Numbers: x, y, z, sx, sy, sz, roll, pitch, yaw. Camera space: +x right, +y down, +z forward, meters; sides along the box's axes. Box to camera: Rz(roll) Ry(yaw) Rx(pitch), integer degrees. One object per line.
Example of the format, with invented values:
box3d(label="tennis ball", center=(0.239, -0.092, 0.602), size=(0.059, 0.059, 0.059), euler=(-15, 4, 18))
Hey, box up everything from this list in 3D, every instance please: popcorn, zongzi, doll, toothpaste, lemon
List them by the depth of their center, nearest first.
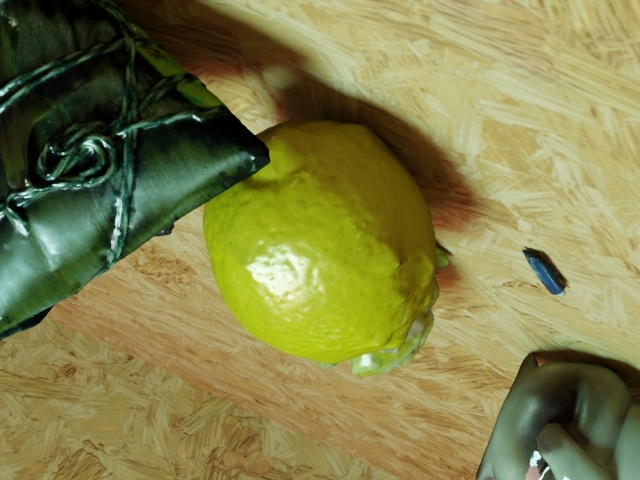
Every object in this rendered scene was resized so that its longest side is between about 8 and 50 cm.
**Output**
box3d(label="lemon", center=(0.000, 0.000, 1.122), size=(0.234, 0.233, 0.288), euler=(15, 146, 33))
box3d(label="zongzi", center=(-0.239, -0.121, 1.131), size=(0.383, 0.319, 0.362), euler=(64, -178, 14))
box3d(label="toothpaste", center=(0.243, 0.036, 1.209), size=(0.083, 0.019, 0.027), euler=(44, 179, -39))
box3d(label="popcorn", center=(0.053, 0.066, 1.326), size=(0.186, 0.187, 0.167), euler=(8, -165, 20))
box3d(label="doll", center=(0.379, 0.273, 1.358), size=(0.370, 0.215, 0.226), euler=(18, 176, 19))

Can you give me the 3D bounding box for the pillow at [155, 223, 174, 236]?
box3d(label="pillow", center=(-0.317, -0.060, 1.588), size=(0.186, 0.106, 0.250), euler=(35, 165, -20))
